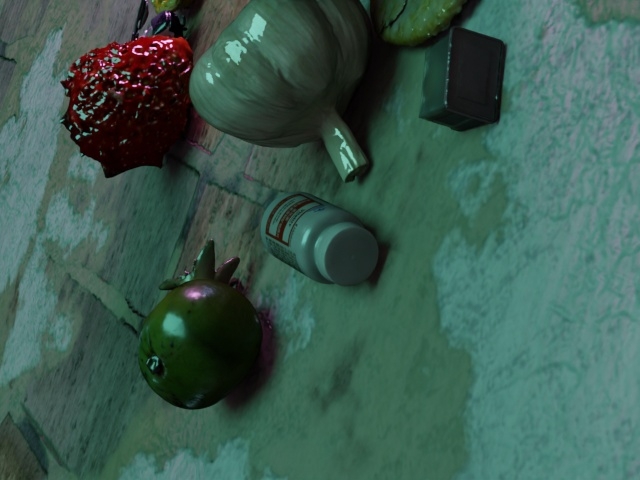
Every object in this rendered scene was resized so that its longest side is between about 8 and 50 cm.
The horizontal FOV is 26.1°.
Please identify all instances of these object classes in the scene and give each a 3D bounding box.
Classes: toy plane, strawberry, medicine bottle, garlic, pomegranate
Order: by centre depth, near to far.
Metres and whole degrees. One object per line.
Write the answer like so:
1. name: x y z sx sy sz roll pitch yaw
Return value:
1. medicine bottle: 0.000 0.000 1.420 0.140 0.079 0.079 29 101 60
2. garlic: -0.013 -0.157 1.476 0.212 0.218 0.218 52 132 6
3. pomegranate: -0.137 0.092 1.563 0.152 0.131 0.191 -46 32 44
4. strawberry: -0.253 -0.197 1.865 0.201 0.187 0.184 -43 74 18
5. toy plane: -0.238 -0.266 1.967 0.197 0.078 0.053 118 149 -48

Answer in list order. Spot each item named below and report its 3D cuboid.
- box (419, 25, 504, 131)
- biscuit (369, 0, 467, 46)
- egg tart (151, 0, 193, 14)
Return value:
1. box: 0.130 -0.148 1.298 0.063 0.060 0.085 -23 58 60
2. biscuit: 0.114 -0.299 1.424 0.220 0.033 0.220 -38 43 47
3. egg tart: -0.204 -0.378 1.986 0.130 0.052 0.130 -31 51 48
